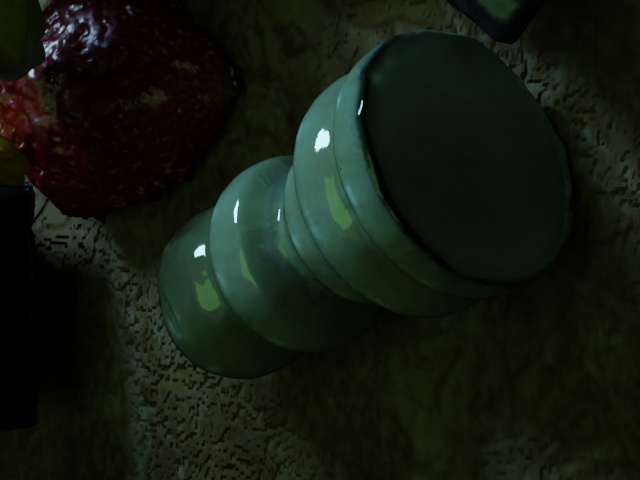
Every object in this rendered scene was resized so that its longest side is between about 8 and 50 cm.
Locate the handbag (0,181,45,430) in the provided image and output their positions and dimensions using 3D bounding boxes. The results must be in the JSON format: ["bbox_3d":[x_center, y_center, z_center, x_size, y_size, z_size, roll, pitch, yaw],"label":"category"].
[{"bbox_3d":[-0.270,0.031,1.258,0.215,0.155,0.169,6,95,48],"label":"handbag"}]

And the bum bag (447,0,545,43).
[{"bbox_3d":[0.015,-0.209,0.986,0.340,0.095,0.144,30,99,38],"label":"bum bag"}]

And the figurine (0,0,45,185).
[{"bbox_3d":[-0.192,-0.217,1.073,0.215,0.187,0.344,91,-176,-70],"label":"figurine"}]

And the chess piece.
[{"bbox_3d":[0.000,0.000,1.011,0.243,0.133,0.133,-30,74,47],"label":"chess piece"}]

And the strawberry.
[{"bbox_3d":[-0.128,-0.080,1.166,0.187,0.082,0.146,-2,100,41],"label":"strawberry"}]
